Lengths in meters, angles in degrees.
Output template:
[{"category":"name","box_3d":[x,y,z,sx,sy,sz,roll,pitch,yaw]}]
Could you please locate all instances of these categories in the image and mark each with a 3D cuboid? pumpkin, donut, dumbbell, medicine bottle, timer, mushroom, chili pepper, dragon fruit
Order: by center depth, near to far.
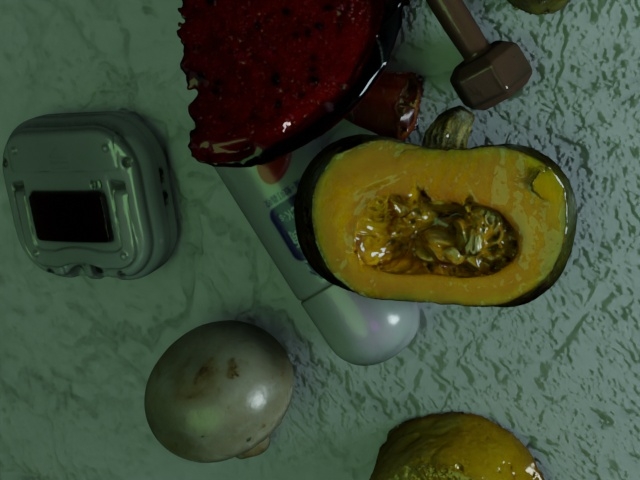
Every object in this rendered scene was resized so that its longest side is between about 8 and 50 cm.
[{"category":"dumbbell","box_3d":[0.143,-0.255,1.242,0.082,0.092,0.231,-34,102,2]},{"category":"pumpkin","box_3d":[0.127,-0.043,1.260,0.317,0.139,0.221,6,96,7]},{"category":"dragon fruit","box_3d":[-0.030,-0.248,1.318,0.282,0.100,0.343,-5,78,10]},{"category":"chili pepper","box_3d":[0.036,-0.183,1.361,0.169,0.065,0.088,21,114,25]},{"category":"medicine bottle","box_3d":[0.000,0.000,1.398,0.130,0.130,0.341,-32,90,32]},{"category":"donut","box_3d":[0.171,0.366,1.440,0.278,0.108,0.277,9,110,25]},{"category":"mushroom","box_3d":[-0.125,0.222,1.519,0.207,0.207,0.215,4,139,27]},{"category":"timer","box_3d":[-0.329,-0.060,1.579,0.262,0.087,0.237,1,107,28]}]

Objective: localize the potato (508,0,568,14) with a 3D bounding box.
[{"category":"potato","box_3d":[0.217,-0.304,1.214,0.138,0.070,0.091,42,98,6]}]
